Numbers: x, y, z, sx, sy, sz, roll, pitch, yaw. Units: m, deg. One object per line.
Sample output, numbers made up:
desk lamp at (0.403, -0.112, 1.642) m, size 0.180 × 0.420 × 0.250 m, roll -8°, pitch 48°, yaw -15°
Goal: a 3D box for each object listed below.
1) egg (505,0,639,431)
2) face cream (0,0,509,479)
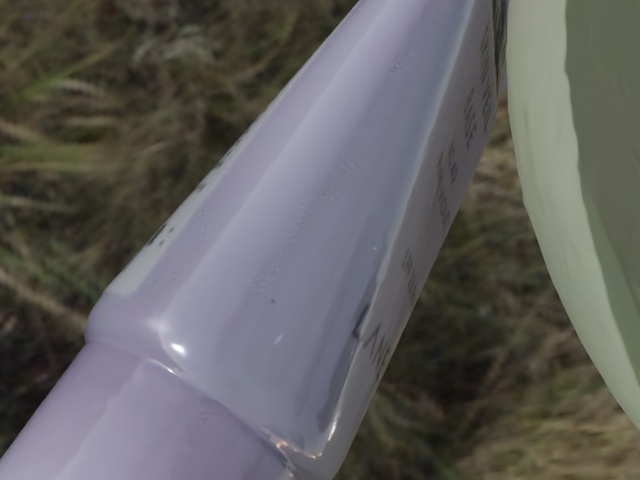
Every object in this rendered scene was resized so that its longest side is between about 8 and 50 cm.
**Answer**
egg at (0.176, -0.042, 0.368) m, size 0.283 × 0.345 × 0.283 m, roll 1°, pitch 87°, yaw -27°
face cream at (0.000, 0.000, 0.655) m, size 0.096 × 0.154 × 0.274 m, roll 28°, pitch 72°, yaw 20°
